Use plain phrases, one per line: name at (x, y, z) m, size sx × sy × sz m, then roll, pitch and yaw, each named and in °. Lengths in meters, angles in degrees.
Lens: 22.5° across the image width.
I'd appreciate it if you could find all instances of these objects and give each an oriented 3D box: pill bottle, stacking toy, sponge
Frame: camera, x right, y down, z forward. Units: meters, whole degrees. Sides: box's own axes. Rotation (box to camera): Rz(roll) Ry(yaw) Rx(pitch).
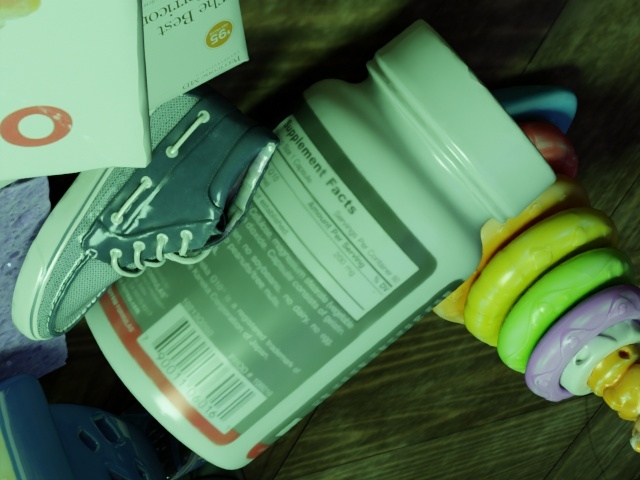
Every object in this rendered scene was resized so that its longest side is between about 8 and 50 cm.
pill bottle at (0.000, 0.000, 1.035) m, size 0.283 × 0.161 × 0.161 m, roll -40°, pitch 151°, yaw 6°
stacking toy at (0.174, 0.046, 1.147) m, size 0.175 × 0.302 × 0.166 m, roll -17°, pitch 145°, yaw -33°
sponge at (-0.217, 0.034, 0.982) m, size 0.117 × 0.031 × 0.210 m, roll -24°, pitch 150°, yaw -21°

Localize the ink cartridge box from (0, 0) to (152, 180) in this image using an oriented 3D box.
ink cartridge box at (-0.198, -0.178, 0.475) m, size 0.279 × 0.160 × 0.385 m, roll -7°, pitch 145°, yaw -7°

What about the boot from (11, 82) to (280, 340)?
boot at (-0.105, -0.005, 0.946) m, size 0.190 × 0.086 × 0.069 m, roll -59°, pitch 162°, yaw 12°

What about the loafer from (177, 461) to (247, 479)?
loafer at (-0.134, 0.253, 1.337) m, size 0.096 × 0.084 × 0.267 m, roll 15°, pitch 133°, yaw -29°

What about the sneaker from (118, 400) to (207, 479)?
sneaker at (-0.082, 0.115, 1.220) m, size 0.211 × 0.080 × 0.081 m, roll -36°, pitch 172°, yaw 0°

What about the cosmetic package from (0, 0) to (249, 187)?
cosmetic package at (-0.156, -0.088, 0.842) m, size 0.239 × 0.060 × 0.099 m, roll -29°, pitch 151°, yaw -13°

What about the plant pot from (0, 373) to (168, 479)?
plant pot at (-0.214, 0.235, 1.039) m, size 0.236 × 0.236 × 0.212 m, roll -28°, pitch 149°, yaw 5°
